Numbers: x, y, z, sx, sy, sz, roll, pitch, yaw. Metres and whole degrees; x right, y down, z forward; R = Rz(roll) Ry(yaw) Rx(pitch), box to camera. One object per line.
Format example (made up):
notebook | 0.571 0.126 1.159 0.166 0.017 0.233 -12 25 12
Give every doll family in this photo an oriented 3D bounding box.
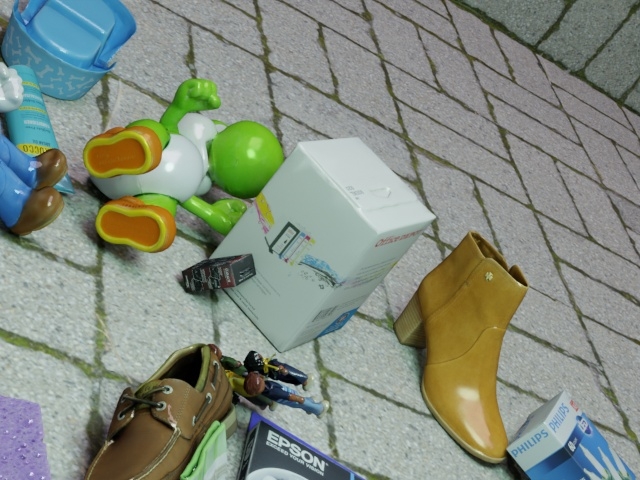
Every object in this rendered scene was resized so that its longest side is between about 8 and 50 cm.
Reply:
doll family | -0.076 0.164 1.491 0.111 0.193 0.076 32 64 -37

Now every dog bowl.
dog bowl | -0.378 -0.305 1.894 0.166 0.074 0.297 33 26 -13

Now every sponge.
sponge | -0.309 0.228 1.194 0.117 0.031 0.210 19 33 -34

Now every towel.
towel | -0.112 0.270 1.260 0.023 0.152 0.113 6 25 10

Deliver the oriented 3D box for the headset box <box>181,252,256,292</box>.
headset box | -0.128 0.042 1.657 0.062 0.083 0.032 -31 112 -63

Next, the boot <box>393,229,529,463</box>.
boot | 0.229 0.144 1.810 0.104 0.211 0.295 10 39 -43

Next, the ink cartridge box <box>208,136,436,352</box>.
ink cartridge box | 0.000 0.000 1.717 0.168 0.232 0.171 48 27 16

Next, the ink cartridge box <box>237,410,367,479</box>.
ink cartridge box | 0.000 0.295 1.468 0.206 0.045 0.208 33 26 -12

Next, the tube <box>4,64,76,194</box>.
tube | -0.380 -0.141 1.672 0.080 0.052 0.207 4 48 -35

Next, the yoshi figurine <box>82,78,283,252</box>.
yoshi figurine | -0.161 -0.102 1.723 0.203 0.203 0.362 43 22 3

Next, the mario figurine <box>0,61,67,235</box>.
mario figurine | -0.407 -0.153 1.449 0.320 0.170 0.198 43 -14 -34

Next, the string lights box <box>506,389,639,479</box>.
string lights box | 0.385 0.352 1.796 0.259 0.077 0.133 51 27 3

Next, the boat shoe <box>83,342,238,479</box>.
boat shoe | -0.174 0.192 1.301 0.307 0.111 0.104 -51 133 -73
